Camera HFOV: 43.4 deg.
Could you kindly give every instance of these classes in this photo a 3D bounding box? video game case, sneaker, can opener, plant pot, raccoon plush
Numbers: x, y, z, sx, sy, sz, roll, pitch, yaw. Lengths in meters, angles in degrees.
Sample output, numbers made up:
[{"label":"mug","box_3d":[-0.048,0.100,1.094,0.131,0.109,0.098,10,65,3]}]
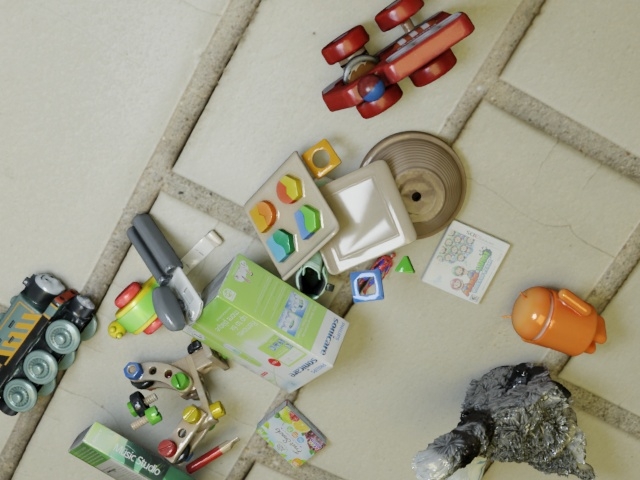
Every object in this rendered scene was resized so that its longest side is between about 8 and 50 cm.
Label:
[{"label":"video game case","box_3d":[0.322,0.048,1.785,0.143,0.019,0.157,23,106,-8]},{"label":"sneaker","box_3d":[0.000,0.001,1.695,0.094,0.151,0.255,6,106,-1]},{"label":"can opener","box_3d":[-0.329,0.060,1.664,0.074,0.093,0.280,-53,57,31]},{"label":"plant pot","box_3d":[0.196,-0.104,1.688,0.237,0.109,0.237,-1,108,-2]},{"label":"raccoon plush","box_3d":[0.409,0.479,1.792,0.446,0.216,0.299,-27,107,-15]},{"label":"sneaker","box_3d":[0.356,0.531,1.916,0.085,0.086,0.237,25,94,21]}]

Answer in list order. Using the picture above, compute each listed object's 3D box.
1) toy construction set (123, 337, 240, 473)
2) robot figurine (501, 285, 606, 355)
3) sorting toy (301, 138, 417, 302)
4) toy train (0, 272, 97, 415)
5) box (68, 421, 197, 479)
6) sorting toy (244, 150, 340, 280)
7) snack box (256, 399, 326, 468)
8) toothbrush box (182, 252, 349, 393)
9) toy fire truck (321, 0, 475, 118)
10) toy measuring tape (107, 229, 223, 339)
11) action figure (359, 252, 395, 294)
[{"label":"toy construction set","box_3d":[-0.264,0.360,1.787,0.237,0.257,0.308,-30,127,-5]},{"label":"robot figurine","box_3d":[0.519,0.175,1.772,0.219,0.158,0.128,19,84,-7]},{"label":"sorting toy","box_3d":[0.078,-0.048,1.640,0.196,0.047,0.347,-23,84,14]},{"label":"toy train","box_3d":[-0.639,0.229,1.767,0.190,0.142,0.334,38,103,-2]},{"label":"box","box_3d":[-0.407,0.525,1.826,0.322,0.232,0.058,33,60,-12]},{"label":"sorting toy","box_3d":[-0.068,-0.049,1.646,0.193,0.038,0.208,-43,64,34]},{"label":"snack box","box_3d":[-0.068,0.458,1.895,0.100,0.037,0.141,-41,104,12]},{"label":"toothbrush box","box_3d":[-0.117,0.182,1.701,0.283,0.122,0.206,32,142,-14]},{"label":"toy fire truck","box_3d":[0.135,-0.344,1.535,0.302,0.254,0.169,-31,105,8]},{"label":"toy measuring tape","box_3d":[-0.344,0.108,1.741,0.330,0.121,0.121,-41,104,11]},{"label":"action figure","box_3d":[0.127,0.070,1.784,0.038,0.030,0.115,40,101,-7]}]
